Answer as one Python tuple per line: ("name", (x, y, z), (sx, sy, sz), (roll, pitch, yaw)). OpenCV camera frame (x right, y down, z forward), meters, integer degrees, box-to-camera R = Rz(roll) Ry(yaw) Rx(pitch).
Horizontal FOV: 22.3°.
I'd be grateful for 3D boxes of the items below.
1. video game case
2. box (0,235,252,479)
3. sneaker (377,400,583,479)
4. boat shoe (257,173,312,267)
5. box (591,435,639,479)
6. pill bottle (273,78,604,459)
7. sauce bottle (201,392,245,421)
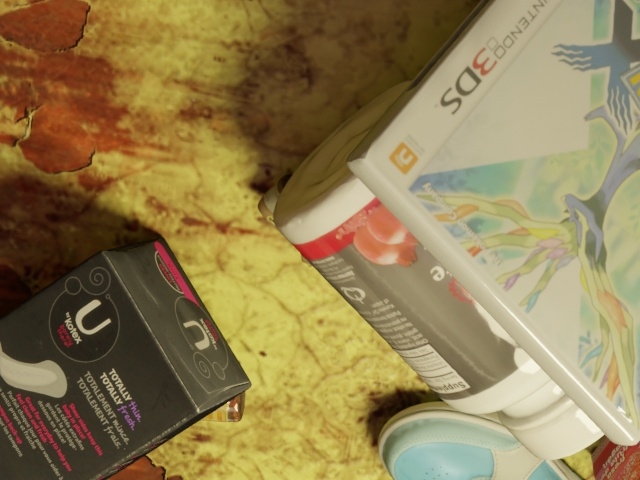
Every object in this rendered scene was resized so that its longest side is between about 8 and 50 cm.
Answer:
("video game case", (0.223, -0.054, 1.302), (0.329, 0.036, 0.300), (45, 70, -15))
("box", (-0.226, 0.137, 1.435), (0.270, 0.143, 0.165), (-33, 85, 17))
("sneaker", (0.187, 0.282, 1.454), (0.319, 0.208, 0.127), (32, 113, -9))
("boat shoe", (0.000, 0.000, 1.437), (0.045, 0.050, 0.135), (-34, 106, 33))
("box", (0.384, 0.151, 1.418), (0.154, 0.142, 0.300), (29, 112, -9))
("pill bottle", (0.126, 0.033, 1.368), (0.176, 0.176, 0.318), (-39, 106, 18))
("sauce bottle", (-0.135, 0.146, 1.511), (0.128, 0.042, 0.042), (3, 114, 8))
